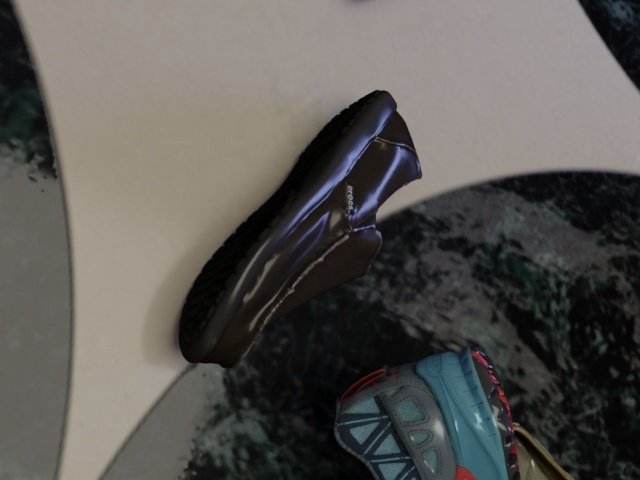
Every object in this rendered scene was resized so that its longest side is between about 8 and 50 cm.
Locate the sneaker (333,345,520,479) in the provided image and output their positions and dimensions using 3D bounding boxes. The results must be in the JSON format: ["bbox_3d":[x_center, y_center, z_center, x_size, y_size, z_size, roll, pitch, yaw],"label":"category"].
[{"bbox_3d":[0.070,0.194,0.642,0.125,0.104,0.262,-10,101,9],"label":"sneaker"}]

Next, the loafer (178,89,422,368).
[{"bbox_3d":[0.000,0.000,0.630,0.078,0.080,0.220,45,65,-13],"label":"loafer"}]

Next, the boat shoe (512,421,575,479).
[{"bbox_3d":[0.159,0.182,0.699,0.056,0.048,0.153,-43,101,-26],"label":"boat shoe"}]
